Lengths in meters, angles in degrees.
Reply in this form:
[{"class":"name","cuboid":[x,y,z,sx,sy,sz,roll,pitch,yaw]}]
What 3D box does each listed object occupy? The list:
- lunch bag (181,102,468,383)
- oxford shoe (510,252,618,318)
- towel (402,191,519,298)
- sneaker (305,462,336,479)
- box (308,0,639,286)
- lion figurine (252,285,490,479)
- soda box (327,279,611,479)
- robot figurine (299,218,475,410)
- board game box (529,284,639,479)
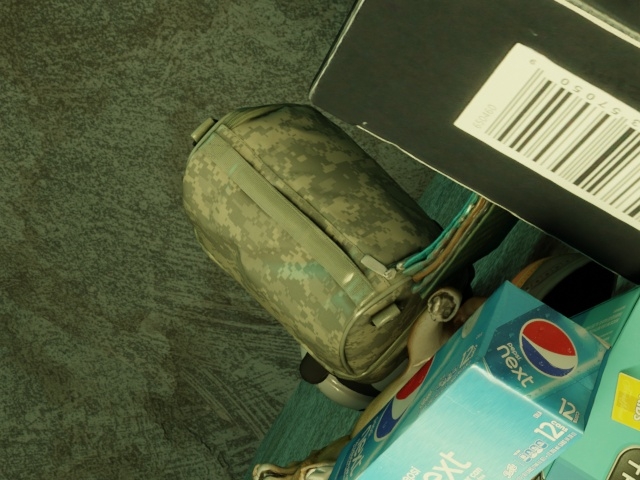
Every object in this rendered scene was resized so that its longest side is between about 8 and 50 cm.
[{"class":"lunch bag","cuboid":[0.000,0.000,1.732,0.212,0.305,0.256,-47,-19,4]},{"class":"oxford shoe","cuboid":[0.146,0.118,1.211,0.271,0.097,0.098,-61,8,-19]},{"class":"towel","cuboid":[0.235,-0.112,1.574,0.370,0.040,0.271,-53,-11,22]},{"class":"sneaker","cuboid":[-0.001,0.241,1.107,0.232,0.090,0.115,-31,-36,-47]},{"class":"box","cuboid":[0.222,-0.199,0.906,0.395,0.294,0.212,-61,2,-26]},{"class":"lion figurine","cuboid":[0.084,0.185,1.644,0.392,0.142,0.240,-46,-4,8]},{"class":"soda box","cuboid":[0.074,0.114,0.888,0.210,0.071,0.067,-52,8,47]},{"class":"robot figurine","cuboid":[0.084,0.098,1.952,0.278,0.209,0.173,123,155,-45]},{"class":"board game box","cuboid":[0.101,0.206,0.933,0.336,0.079,0.254,-60,5,-18]}]
